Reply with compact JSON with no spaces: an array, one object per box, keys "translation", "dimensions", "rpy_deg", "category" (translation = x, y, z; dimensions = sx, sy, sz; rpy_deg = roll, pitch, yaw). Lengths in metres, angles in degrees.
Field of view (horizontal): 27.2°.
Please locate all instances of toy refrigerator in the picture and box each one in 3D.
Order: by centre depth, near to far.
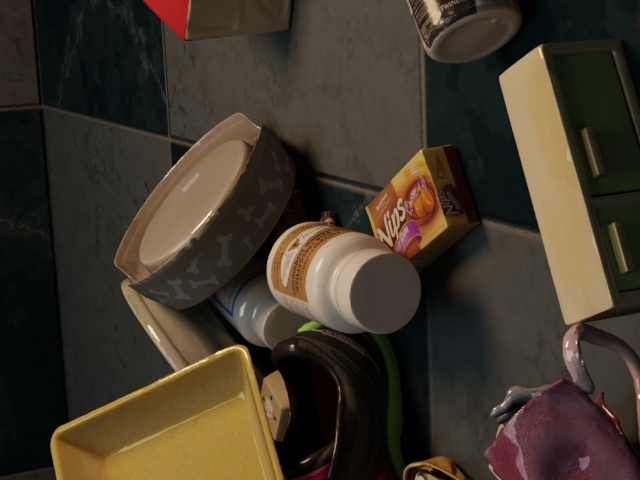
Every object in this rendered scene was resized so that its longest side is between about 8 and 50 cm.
[{"translation":[0.275,-0.061,1.320],"dimensions":[0.094,0.102,0.269],"rpy_deg":[-35,65,62],"category":"toy refrigerator"}]

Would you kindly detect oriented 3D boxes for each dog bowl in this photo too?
[{"translation":[-0.177,-0.041,2.079],"dimensions":[0.349,0.102,0.348],"rpy_deg":[-40,23,21],"category":"dog bowl"}]

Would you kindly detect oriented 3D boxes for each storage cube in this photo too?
[{"translation":[-0.162,-0.431,2.021],"dimensions":[0.193,0.215,0.183],"rpy_deg":[46,137,43],"category":"storage cube"}]

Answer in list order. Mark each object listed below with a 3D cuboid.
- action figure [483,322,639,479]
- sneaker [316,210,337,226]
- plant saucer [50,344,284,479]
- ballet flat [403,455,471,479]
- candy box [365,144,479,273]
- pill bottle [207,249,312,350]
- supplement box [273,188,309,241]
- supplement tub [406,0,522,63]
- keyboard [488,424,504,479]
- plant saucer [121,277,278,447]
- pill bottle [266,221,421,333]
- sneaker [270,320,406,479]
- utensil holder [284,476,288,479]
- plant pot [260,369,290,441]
[{"translation":[0.320,0.305,1.281],"dimensions":[0.275,0.248,0.370],"rpy_deg":[-56,43,22],"category":"action figure"},{"translation":[0.000,0.000,2.003],"dimensions":[0.119,0.047,0.057],"rpy_deg":[120,152,-49],"category":"sneaker"},{"translation":[-0.184,0.355,1.784],"dimensions":[0.081,0.333,0.332],"rpy_deg":[38,-149,-58],"category":"plant saucer"},{"translation":[0.176,0.338,1.663],"dimensions":[0.232,0.073,0.080],"rpy_deg":[25,106,63],"category":"ballet flat"},{"translation":[0.127,-0.034,1.699],"dimensions":[0.187,0.053,0.109],"rpy_deg":[-45,58,59],"category":"candy box"},{"translation":[-0.095,0.098,2.129],"dimensions":[0.221,0.124,0.124],"rpy_deg":[38,130,56],"category":"pill bottle"},{"translation":[-0.049,-0.032,2.087],"dimensions":[0.055,0.043,0.083],"rpy_deg":[-44,58,58],"category":"supplement box"},{"translation":[0.146,-0.307,1.505],"dimensions":[0.117,0.117,0.190],"rpy_deg":[127,131,-57],"category":"supplement tub"},{"translation":[0.270,0.320,1.549],"dimensions":[0.256,0.014,0.072],"rpy_deg":[-129,34,-49],"category":"keyboard"},{"translation":[-0.176,0.199,2.229],"dimensions":[0.400,0.100,0.400],"rpy_deg":[52,178,3],"category":"plant saucer"},{"translation":[0.031,0.051,1.717],"dimensions":[0.229,0.131,0.131],"rpy_deg":[-164,69,-64],"category":"pill bottle"},{"translation":[0.033,0.343,1.809],"dimensions":[0.185,0.202,0.482],"rpy_deg":[-32,68,45],"category":"sneaker"},{"translation":[-0.146,0.520,1.998],"dimensions":[0.385,0.328,0.327],"rpy_deg":[77,172,-62],"category":"utensil holder"},{"translation":[-0.038,0.258,2.084],"dimensions":[0.109,0.096,0.109],"rpy_deg":[54,143,44],"category":"plant pot"}]
